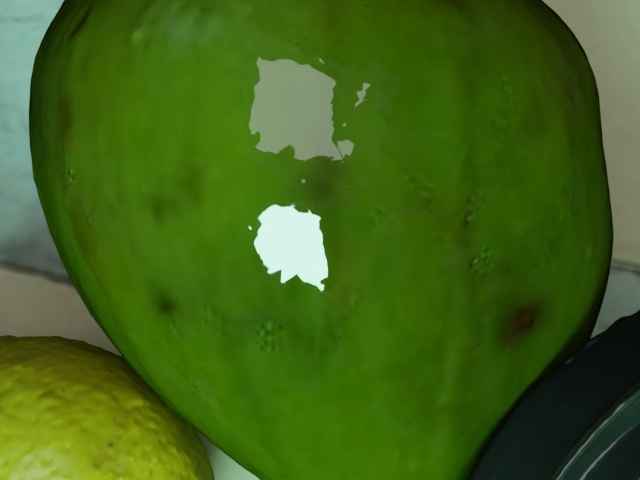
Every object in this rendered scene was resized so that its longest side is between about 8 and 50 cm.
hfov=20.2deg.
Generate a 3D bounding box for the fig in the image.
[{"bbox_3d":[0.000,0.000,0.609,0.203,0.203,0.225,0,97,1],"label":"fig"}]

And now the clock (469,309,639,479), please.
[{"bbox_3d":[0.118,0.105,0.597,0.184,0.184,0.040,-44,38,-8],"label":"clock"}]

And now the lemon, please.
[{"bbox_3d":[-0.093,0.090,0.630,0.109,0.109,0.133,-39,76,-7],"label":"lemon"}]
